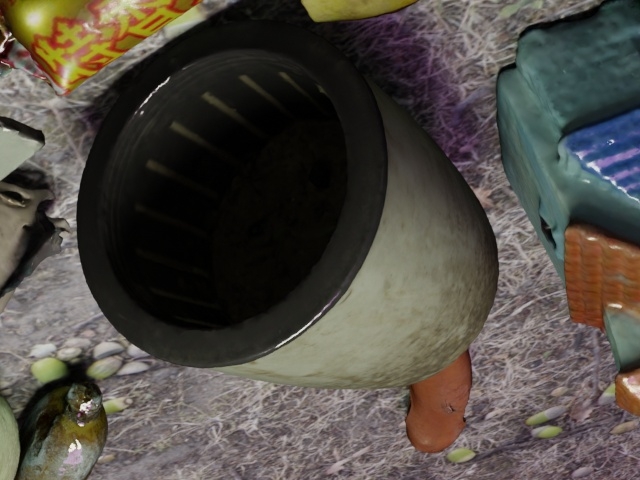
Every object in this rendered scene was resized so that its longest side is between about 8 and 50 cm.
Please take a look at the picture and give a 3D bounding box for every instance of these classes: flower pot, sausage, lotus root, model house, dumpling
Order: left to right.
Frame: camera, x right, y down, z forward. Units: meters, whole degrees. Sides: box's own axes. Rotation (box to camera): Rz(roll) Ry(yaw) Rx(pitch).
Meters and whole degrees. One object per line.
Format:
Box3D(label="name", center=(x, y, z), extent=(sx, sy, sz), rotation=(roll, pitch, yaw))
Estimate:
Box3D(label="dumpling", center=(-0.358, 0.038, 1.572), extent=(0.293, 0.163, 0.204), rotation=(-10, 145, -34))
Box3D(label="lotus root", center=(-0.276, 0.216, 1.924), extent=(0.088, 0.113, 0.192), rotation=(18, 133, -15))
Box3D(label="sausage", center=(-0.149, -0.209, 1.328), extent=(0.317, 0.117, 0.125), rotation=(-31, 123, 21))
Box3D(label="flower pot", center=(0.000, 0.000, 1.568), extent=(0.294, 0.293, 0.330), rotation=(-31, 151, 20))
Box3D(label="sausage", center=(0.133, 0.158, 2.066), extent=(0.087, 0.079, 0.326), rotation=(-26, 150, -8))
Box3D(label="model house", center=(0.325, -0.013, 1.664), extent=(0.252, 0.329, 0.295), rotation=(-15, 150, 2))

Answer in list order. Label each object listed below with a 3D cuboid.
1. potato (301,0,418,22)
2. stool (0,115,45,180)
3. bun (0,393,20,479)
Box3D(label="potato", center=(0.043, -0.244, 1.402), extent=(0.149, 0.081, 0.120), rotation=(-20, 150, 5))
Box3D(label="stool", center=(-0.357, -0.118, 1.244), extent=(0.270, 0.243, 0.170), rotation=(-35, 145, 25))
Box3D(label="bun", center=(-0.440, 0.256, 1.841), extent=(0.283, 0.179, 0.283), rotation=(-12, 145, -9))
